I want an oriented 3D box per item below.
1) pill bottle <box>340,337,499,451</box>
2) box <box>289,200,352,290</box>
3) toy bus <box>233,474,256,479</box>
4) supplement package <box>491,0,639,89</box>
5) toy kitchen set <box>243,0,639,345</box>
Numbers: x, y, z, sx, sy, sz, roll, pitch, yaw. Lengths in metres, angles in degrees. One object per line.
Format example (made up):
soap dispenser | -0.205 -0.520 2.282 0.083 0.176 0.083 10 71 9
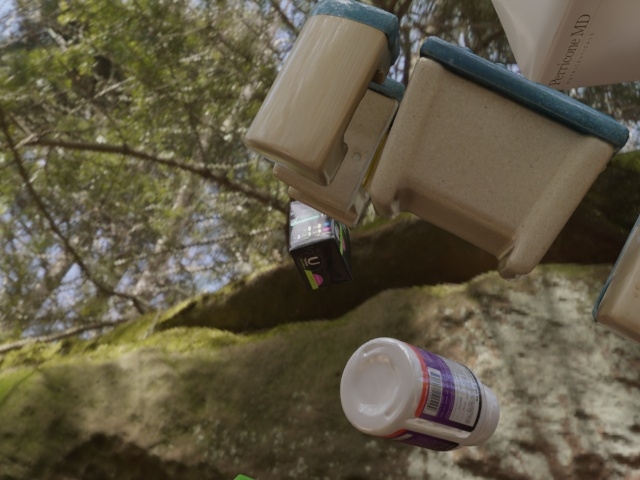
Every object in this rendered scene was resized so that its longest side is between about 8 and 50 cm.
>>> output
pill bottle | 0.122 0.184 1.032 0.108 0.108 0.193 -35 -39 28
box | 0.000 0.000 0.947 0.052 0.083 0.062 -16 -52 11
toy bus | -0.032 0.357 1.023 0.202 0.104 0.191 2 -86 12
supplement package | 0.316 -0.263 0.795 0.293 0.175 0.177 -8 -31 -10
toy kitchen set | 0.091 -0.040 0.401 0.207 0.166 0.122 28 -93 8
